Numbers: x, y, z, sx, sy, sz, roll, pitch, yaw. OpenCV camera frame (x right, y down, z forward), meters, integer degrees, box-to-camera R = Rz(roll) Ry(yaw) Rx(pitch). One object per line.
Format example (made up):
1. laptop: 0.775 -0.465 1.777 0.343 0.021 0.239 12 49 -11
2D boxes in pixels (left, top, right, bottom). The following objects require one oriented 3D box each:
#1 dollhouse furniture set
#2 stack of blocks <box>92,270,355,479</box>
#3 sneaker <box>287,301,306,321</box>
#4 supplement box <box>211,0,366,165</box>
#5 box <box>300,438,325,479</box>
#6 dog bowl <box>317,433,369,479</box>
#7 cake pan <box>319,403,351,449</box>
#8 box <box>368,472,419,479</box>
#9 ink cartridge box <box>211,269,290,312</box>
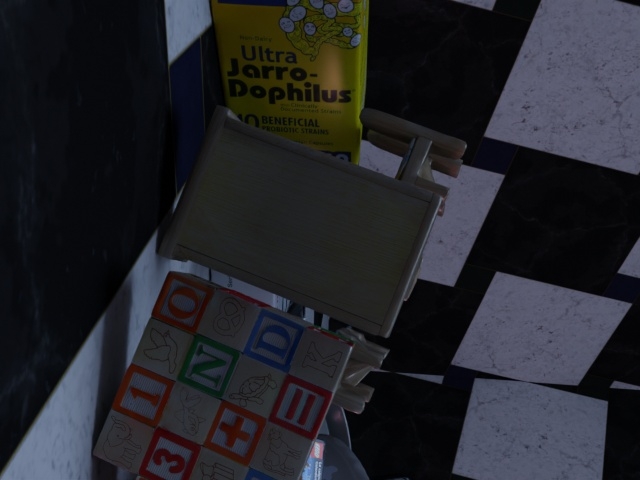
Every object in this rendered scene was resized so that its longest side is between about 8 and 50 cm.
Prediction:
1. dollhouse furniture set: 0.000 0.000 1.021 0.394 0.256 0.362 34 78 -82
2. stack of blocks: -0.103 0.195 0.719 0.087 0.171 0.297 43 69 -84
3. sneaker: -0.087 0.227 1.690 0.132 0.086 0.229 96 9 -75
4. supplement box: -0.032 -0.282 1.169 0.356 0.194 0.195 88 7 -50
5. box: -0.092 0.292 0.848 0.233 0.044 0.159 -21 -125 46
6. dog bowl: -0.058 0.391 0.926 0.349 0.102 0.349 -34 -131 53
7. cake pan: 0.006 0.486 1.928 0.293 0.054 0.293 -11 90 -74
8. box: -0.004 0.534 1.233 0.097 0.395 0.318 3 -93 51
9. ink cartridge box: -0.098 0.058 1.233 0.219 0.092 0.160 -77 169 -67
